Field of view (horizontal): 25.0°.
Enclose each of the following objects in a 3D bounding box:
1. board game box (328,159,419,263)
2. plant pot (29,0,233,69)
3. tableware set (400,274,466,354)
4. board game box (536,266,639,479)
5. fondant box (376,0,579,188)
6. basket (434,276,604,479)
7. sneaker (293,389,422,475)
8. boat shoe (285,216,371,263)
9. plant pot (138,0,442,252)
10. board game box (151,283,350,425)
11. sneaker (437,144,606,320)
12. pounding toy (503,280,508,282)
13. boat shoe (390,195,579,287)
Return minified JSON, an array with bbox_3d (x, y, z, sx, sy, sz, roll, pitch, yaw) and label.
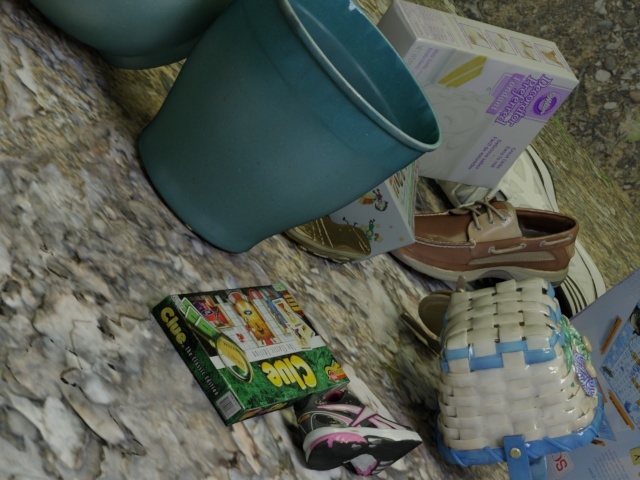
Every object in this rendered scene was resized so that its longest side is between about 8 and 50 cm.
[{"bbox_3d":[0.030,-0.158,1.890,0.224,0.097,0.303,-80,146,-58],"label":"board game box"},{"bbox_3d":[-0.201,-0.317,1.618,0.293,0.293,0.196,-105,176,-51],"label":"plant pot"},{"bbox_3d":[0.209,0.129,1.876,0.194,0.128,0.039,45,51,-14],"label":"tableware set"},{"bbox_3d":[0.411,0.218,1.880,0.066,0.318,0.318,33,26,-42],"label":"board game box"},{"bbox_3d":[0.189,-0.211,2.163,0.330,0.238,0.096,7,43,-37],"label":"fondant box"},{"bbox_3d":[0.237,0.211,1.720,0.255,0.201,0.289,-74,157,-67],"label":"basket"},{"bbox_3d":[0.038,0.186,1.466,0.178,0.072,0.077,22,37,-56],"label":"sneaker"},{"bbox_3d":[0.000,-0.002,1.797,0.153,0.048,0.056,15,51,-49],"label":"boat shoe"},{"bbox_3d":[-0.051,-0.131,1.581,0.271,0.255,0.271,43,22,-22],"label":"plant pot"},{"bbox_3d":[-0.063,0.109,1.458,0.136,0.030,0.260,57,20,12],"label":"board game box"},{"bbox_3d":[0.300,-0.039,2.336,0.447,0.169,0.257,55,17,7],"label":"sneaker"},{"bbox_3d":[0.376,0.146,2.180,0.269,0.155,0.154,48,23,-8],"label":"pounding toy"},{"bbox_3d":[0.236,-0.013,2.096,0.324,0.116,0.123,4,34,-31],"label":"boat shoe"}]
